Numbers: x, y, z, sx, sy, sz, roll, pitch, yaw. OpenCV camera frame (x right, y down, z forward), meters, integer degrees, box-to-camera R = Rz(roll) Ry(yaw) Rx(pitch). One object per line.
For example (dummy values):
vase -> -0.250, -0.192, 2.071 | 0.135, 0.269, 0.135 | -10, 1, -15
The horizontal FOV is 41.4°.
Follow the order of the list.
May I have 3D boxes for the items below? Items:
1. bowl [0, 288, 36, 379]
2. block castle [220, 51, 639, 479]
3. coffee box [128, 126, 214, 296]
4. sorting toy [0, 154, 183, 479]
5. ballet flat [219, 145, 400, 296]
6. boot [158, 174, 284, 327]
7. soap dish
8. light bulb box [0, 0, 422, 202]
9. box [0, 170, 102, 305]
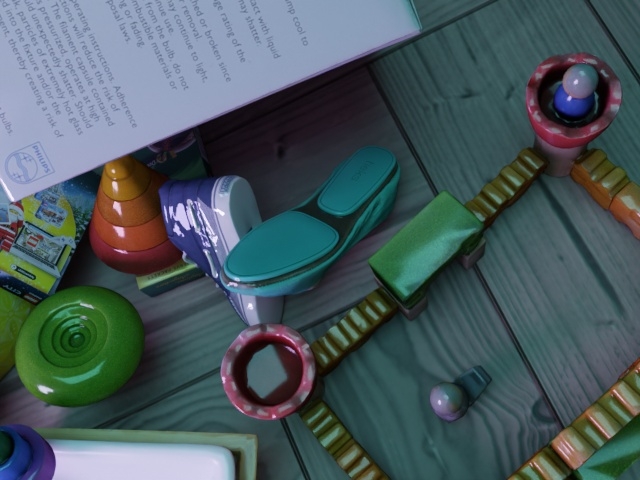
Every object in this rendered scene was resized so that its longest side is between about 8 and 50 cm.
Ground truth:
bowl -> -0.463, 0.038, 0.918 | 0.289, 0.156, 0.289 | -3, 74, 9
block castle -> 0.169, 0.079, 0.761 | 0.453, 0.213, 0.303 | -42, 72, -4
coffee box -> -0.169, -0.041, 0.947 | 0.113, 0.040, 0.184 | -19, 72, 4
sorting toy -> -0.230, 0.055, 0.797 | 0.127, 0.126, 0.366 | 15, 61, 12
ballet flat -> 0.000, 0.000, 0.845 | 0.083, 0.087, 0.247 | 27, 50, 28
boot -> -0.098, 0.017, 0.866 | 0.086, 0.190, 0.069 | 2, 33, 25
soap dish -> -0.201, 0.300, 0.814 | 0.290, 0.118, 0.229 | -1, 74, 10
light bulb box -> -0.133, -0.236, 0.807 | 0.361, 0.358, 0.225 | -23, 106, 3
box -> -0.358, -0.055, 0.887 | 0.233, 0.044, 0.159 | 33, 53, -22
